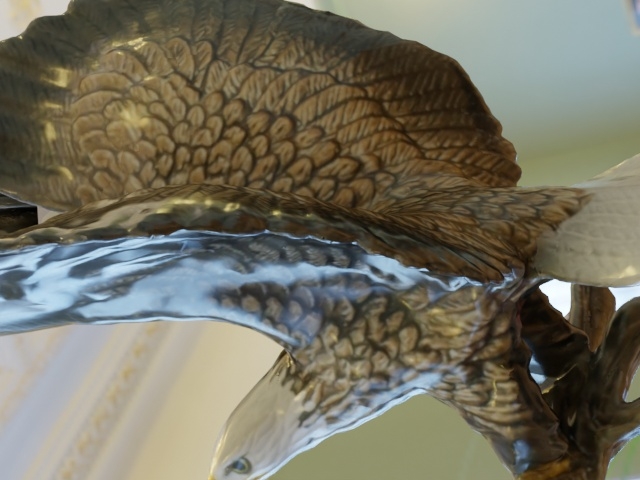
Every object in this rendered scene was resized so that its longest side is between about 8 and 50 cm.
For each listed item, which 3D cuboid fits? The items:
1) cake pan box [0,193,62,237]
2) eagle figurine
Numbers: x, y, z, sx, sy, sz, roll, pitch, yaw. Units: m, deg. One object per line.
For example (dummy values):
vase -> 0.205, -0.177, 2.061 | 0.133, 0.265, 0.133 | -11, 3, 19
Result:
cake pan box -> -0.142, 0.000, 0.963 | 0.267, 0.246, 0.070 | 16, -112, -62
eagle figurine -> -0.006, 0.009, 0.618 | 0.298, 0.226, 0.225 | 34, -110, -12
